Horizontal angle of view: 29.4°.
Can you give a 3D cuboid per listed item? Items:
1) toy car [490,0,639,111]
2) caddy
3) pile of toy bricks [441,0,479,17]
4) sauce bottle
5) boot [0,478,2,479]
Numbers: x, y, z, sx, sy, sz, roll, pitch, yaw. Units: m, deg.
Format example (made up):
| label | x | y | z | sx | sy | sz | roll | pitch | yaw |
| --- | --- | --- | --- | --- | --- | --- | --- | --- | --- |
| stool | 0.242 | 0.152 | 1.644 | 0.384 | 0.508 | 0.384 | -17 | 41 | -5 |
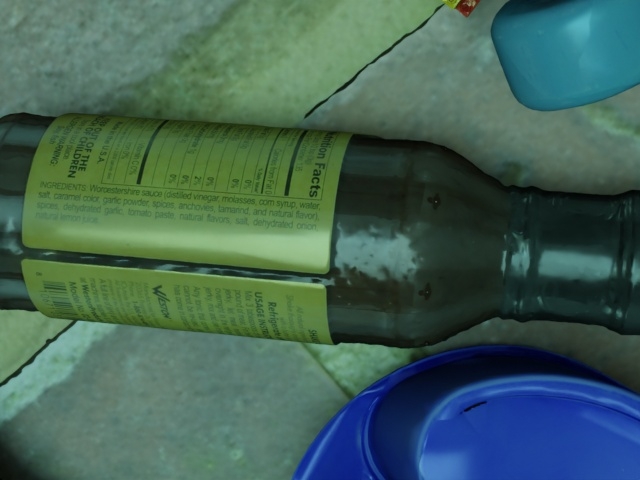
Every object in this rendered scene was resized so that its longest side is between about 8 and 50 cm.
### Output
| label | x | y | z | sx | sy | sz | roll | pitch | yaw |
| --- | --- | --- | --- | --- | --- | --- | --- | --- | --- |
| toy car | 0.160 | -0.196 | 0.441 | 0.238 | 0.210 | 0.219 | -9 | 114 | 40 |
| caddy | 0.139 | 0.196 | 0.611 | 0.341 | 0.179 | 0.241 | 29 | 85 | 2 |
| pile of toy bricks | 0.006 | -0.197 | 0.558 | 0.212 | 0.105 | 0.118 | 36 | 109 | -1 |
| sauce bottle | 0.000 | 0.000 | 0.612 | 0.345 | 0.111 | 0.111 | 6 | 107 | 9 |
| boot | -0.244 | 0.222 | 0.727 | 0.207 | 0.094 | 0.246 | 45 | 112 | -6 |
